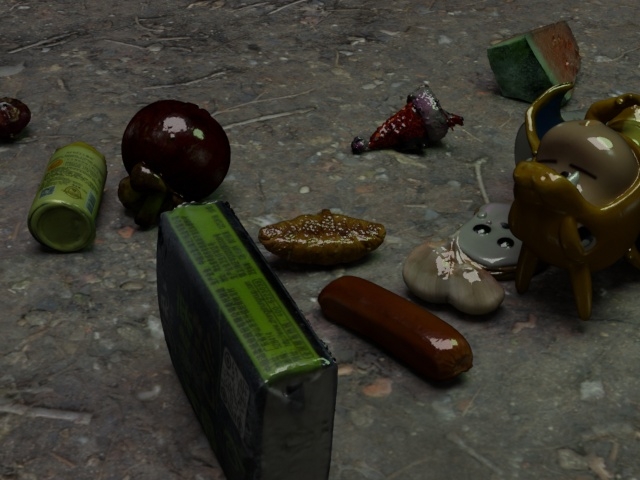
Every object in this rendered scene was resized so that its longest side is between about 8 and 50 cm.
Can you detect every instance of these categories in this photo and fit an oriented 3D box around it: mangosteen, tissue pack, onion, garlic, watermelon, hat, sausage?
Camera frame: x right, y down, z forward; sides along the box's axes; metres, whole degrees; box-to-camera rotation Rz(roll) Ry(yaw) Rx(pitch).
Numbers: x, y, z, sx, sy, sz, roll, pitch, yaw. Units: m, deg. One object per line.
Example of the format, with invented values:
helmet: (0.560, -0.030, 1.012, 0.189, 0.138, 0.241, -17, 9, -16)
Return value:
mangosteen: (-0.292, -0.142, 1.884, 0.215, 0.215, 0.257, 22, 76, 28)
tissue pack: (-0.112, 0.163, 1.354, 0.124, 0.288, 0.394, -12, 37, -22)
onion: (-0.677, -0.262, 2.129, 0.107, 0.097, 0.107, -16, -1, 0)
garlic: (0.230, 0.063, 1.669, 0.174, 0.099, 0.124, 23, 56, 28)
watermelon: (0.529, -0.430, 2.336, 0.140, 0.193, 0.257, -11, 25, 44)
hat: (0.173, -0.234, 2.103, 0.227, 0.129, 0.140, -26, 57, -7)
sausage: (0.116, 0.129, 1.579, 0.300, 0.083, 0.089, 29, 56, 36)

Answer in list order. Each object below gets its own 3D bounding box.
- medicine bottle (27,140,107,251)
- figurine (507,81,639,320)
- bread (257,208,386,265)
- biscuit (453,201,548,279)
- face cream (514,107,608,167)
medicine bottle: (-0.470, -0.088, 1.857, 0.124, 0.124, 0.239, -1, 34, -2)
figurine: (0.497, -0.075, 1.666, 0.387, 0.401, 0.268, -37, 5, -25)
bread: (0.000, 0.000, 1.769, 0.233, 0.076, 0.105, -1, 46, -14)
biscuit: (0.336, -0.004, 1.803, 0.181, 0.049, 0.208, 23, 40, 30)
face cream: (0.487, -0.164, 1.918, 0.153, 0.177, 0.177, -11, 37, -17)
